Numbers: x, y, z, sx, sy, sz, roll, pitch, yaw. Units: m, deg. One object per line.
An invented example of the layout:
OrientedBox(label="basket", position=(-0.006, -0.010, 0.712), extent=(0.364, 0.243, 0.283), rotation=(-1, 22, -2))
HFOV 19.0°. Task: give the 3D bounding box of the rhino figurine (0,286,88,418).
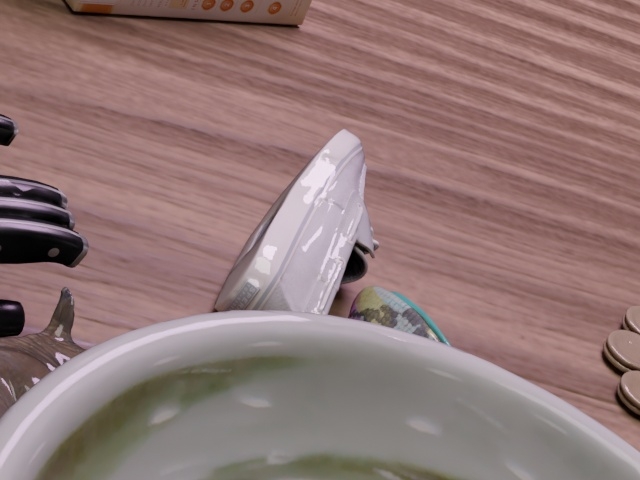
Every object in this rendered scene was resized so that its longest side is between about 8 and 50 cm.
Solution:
OrientedBox(label="rhino figurine", position=(-0.136, 0.088, 0.828), extent=(0.106, 0.073, 0.243), rotation=(34, 31, 9))

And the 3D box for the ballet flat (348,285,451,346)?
OrientedBox(label="ballet flat", position=(0.055, 0.106, 0.948), extent=(0.079, 0.077, 0.221), rotation=(-20, 51, -25))

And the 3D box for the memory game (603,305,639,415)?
OrientedBox(label="memory game", position=(0.254, 0.099, 1.147), extent=(0.186, 0.012, 0.186), rotation=(18, 32, -12))

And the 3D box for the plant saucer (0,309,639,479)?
OrientedBox(label="plant saucer", position=(0.032, 0.201, 0.734), extent=(0.400, 0.100, 0.400), rotation=(20, 35, -15))

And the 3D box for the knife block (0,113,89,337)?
OrientedBox(label="knife block", position=(-0.251, 0.001, 0.861), extent=(0.242, 0.088, 0.275), rotation=(28, 31, 5))

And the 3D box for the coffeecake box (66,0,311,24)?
OrientedBox(label="coffeecake box", position=(-0.076, -0.223, 1.270), extent=(0.185, 0.142, 0.068), rotation=(-1, 39, -37))

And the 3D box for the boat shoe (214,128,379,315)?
OrientedBox(label="boat shoe", position=(0.000, 0.000, 1.071), extent=(0.063, 0.066, 0.184), rotation=(38, 28, -6))
